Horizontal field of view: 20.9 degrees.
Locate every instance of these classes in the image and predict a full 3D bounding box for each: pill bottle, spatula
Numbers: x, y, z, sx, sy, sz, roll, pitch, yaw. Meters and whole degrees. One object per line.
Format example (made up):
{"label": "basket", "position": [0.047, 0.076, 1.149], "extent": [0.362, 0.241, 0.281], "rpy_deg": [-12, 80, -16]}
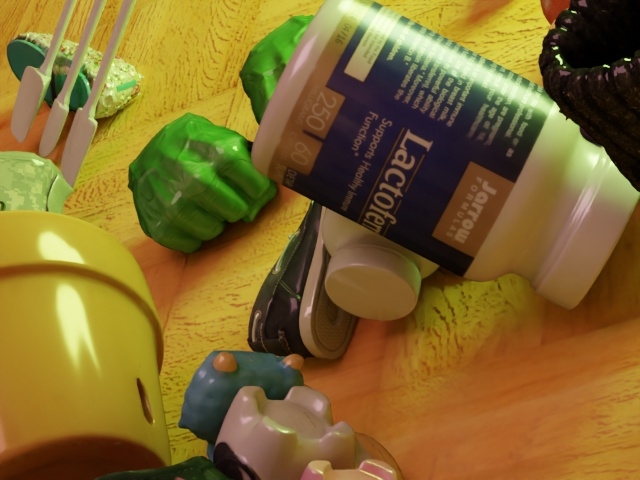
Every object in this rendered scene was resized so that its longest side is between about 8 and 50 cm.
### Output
{"label": "pill bottle", "position": [0.059, -0.030, 1.400], "extent": [0.103, 0.103, 0.184], "rpy_deg": [-13, 46, 34]}
{"label": "spatula", "position": [-0.268, -0.195, 1.880], "extent": [0.168, 0.019, 0.242], "rpy_deg": [44, 118, 48]}
{"label": "pill bottle", "position": [0.096, -0.062, 1.273], "extent": [0.153, 0.265, 0.153], "rpy_deg": [-63, -3, -5]}

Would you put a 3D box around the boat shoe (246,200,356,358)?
{"label": "boat shoe", "position": [0.000, 0.000, 1.466], "extent": [0.079, 0.084, 0.233], "rpy_deg": [-10, 45, 36]}

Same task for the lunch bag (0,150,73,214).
{"label": "lunch bag", "position": [-0.385, 0.040, 1.715], "extent": [0.287, 0.169, 0.235], "rpy_deg": [-22, 40, 16]}

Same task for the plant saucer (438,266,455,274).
{"label": "plant saucer", "position": [0.124, -0.008, 1.418], "extent": [0.083, 0.015, 0.083], "rpy_deg": [-26, 35, 20]}

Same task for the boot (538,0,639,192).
{"label": "boot", "position": [0.337, -0.126, 1.130], "extent": [0.348, 0.260, 0.131], "rpy_deg": [-38, 33, 2]}

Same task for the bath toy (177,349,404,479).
{"label": "bath toy", "position": [0.019, 0.206, 1.164], "extent": [0.348, 0.151, 0.129], "rpy_deg": [46, 122, 54]}

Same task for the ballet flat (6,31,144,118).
{"label": "ballet flat", "position": [-0.278, -0.189, 1.984], "extent": [0.077, 0.091, 0.241], "rpy_deg": [-19, 28, -28]}

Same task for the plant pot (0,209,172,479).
{"label": "plant pot", "position": [-0.241, 0.149, 1.370], "extent": [0.291, 0.291, 0.203], "rpy_deg": [-35, 50, 5]}

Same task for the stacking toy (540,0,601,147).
{"label": "stacking toy", "position": [0.306, -0.168, 1.402], "extent": [0.280, 0.130, 0.309], "rpy_deg": [-2, 44, 6]}

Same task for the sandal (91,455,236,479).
{"label": "sandal", "position": [-0.127, 0.202, 1.127], "extent": [0.168, 0.107, 0.446], "rpy_deg": [-11, -5, -23]}

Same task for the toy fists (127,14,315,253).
{"label": "toy fists", "position": [-0.061, -0.099, 1.638], "extent": [0.279, 0.096, 0.142], "rpy_deg": [-41, 23, -1]}
